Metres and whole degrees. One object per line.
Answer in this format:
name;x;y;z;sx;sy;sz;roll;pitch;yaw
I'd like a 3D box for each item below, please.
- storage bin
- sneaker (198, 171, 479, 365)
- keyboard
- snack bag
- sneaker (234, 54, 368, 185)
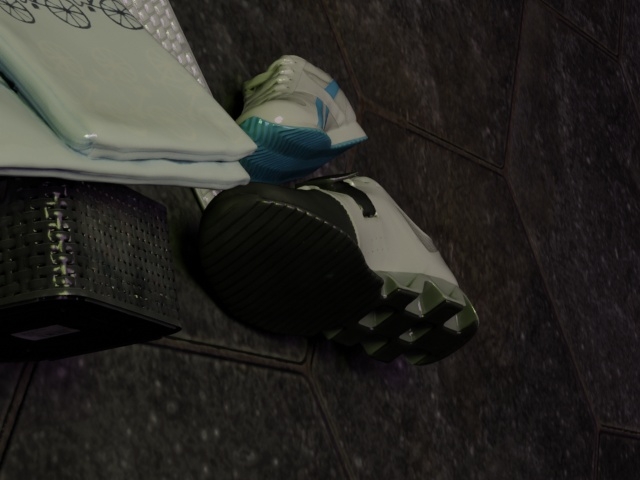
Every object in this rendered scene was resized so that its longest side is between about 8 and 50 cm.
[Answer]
storage bin;-0.171;0.017;0.941;0.180;0.122;0.084;33;47;-70
sneaker;0.000;0.000;1.313;0.330;0.122;0.146;29;34;-51
keyboard;-0.123;-0.139;1.246;0.256;0.014;0.072;65;30;-15
snack bag;-0.222;-0.150;0.886;0.323;0.037;0.342;48;22;20
sneaker;-0.034;-0.102;1.305;0.092;0.087;0.228;60;15;3
